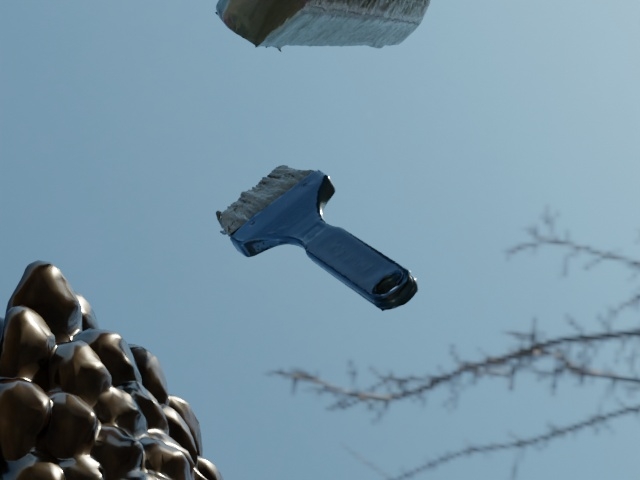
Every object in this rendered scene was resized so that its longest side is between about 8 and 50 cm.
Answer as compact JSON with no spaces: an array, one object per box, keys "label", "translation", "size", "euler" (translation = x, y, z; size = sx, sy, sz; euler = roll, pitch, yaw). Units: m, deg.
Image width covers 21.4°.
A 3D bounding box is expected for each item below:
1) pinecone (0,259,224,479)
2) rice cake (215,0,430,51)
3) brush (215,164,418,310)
[{"label":"pinecone","translation":[-0.143,0.140,0.569],"size":[0.264,0.264,0.264],"euler":[-3,-86,-41]},{"label":"rice cake","translation":[0.046,-0.162,0.790],"size":[0.189,0.037,0.198],"euler":[-51,-12,10]},{"label":"brush","translation":[0.000,0.000,0.708],"size":[0.051,0.164,0.014],"euler":[-39,-64,-8]}]
